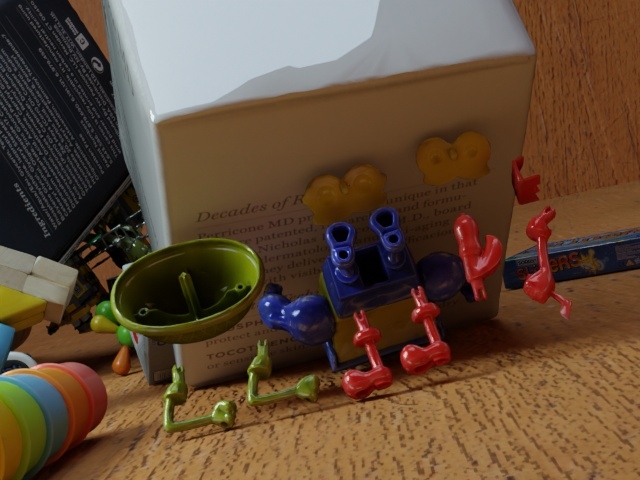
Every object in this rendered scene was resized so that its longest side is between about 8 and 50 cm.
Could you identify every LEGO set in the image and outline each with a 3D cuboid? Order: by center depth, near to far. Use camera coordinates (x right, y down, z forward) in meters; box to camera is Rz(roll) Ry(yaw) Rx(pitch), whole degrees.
[{"bbox_3d":[-0.184,0.028,2.117,0.331,0.192,0.255,-36,16,-3],"label":"LEGO set"}]

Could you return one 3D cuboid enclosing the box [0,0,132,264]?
[{"bbox_3d":[-0.529,-0.045,2.089,0.480,0.297,0.471,-22,21,27],"label":"box"}]

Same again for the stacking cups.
[{"bbox_3d":[-0.236,0.133,1.300,0.096,0.096,0.316,-12,3,8],"label":"stacking cups"}]

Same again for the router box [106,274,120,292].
[{"bbox_3d":[-0.247,0.087,2.393,0.038,0.092,0.122,-11,2,20],"label":"router box"}]

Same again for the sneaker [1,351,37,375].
[{"bbox_3d":[-0.409,0.161,1.836,0.217,0.079,0.121,-4,-2,-12],"label":"sneaker"}]

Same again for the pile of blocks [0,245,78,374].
[{"bbox_3d":[-0.391,0.119,1.581,0.362,0.149,0.112,-16,-24,-23],"label":"pile of blocks"}]

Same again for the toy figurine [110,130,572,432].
[{"bbox_3d":[0.027,0.078,1.459,0.363,0.191,0.217,-19,-27,-3],"label":"toy figurine"}]

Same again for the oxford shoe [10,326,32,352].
[{"bbox_3d":[-0.596,0.152,2.395,0.449,0.169,0.130,-19,-40,6],"label":"oxford shoe"}]

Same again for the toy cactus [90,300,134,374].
[{"bbox_3d":[-0.147,0.097,1.949,0.219,0.112,0.180,-13,-17,33],"label":"toy cactus"}]

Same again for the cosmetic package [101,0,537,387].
[{"bbox_3d":[-0.018,-0.127,1.603,0.327,0.329,0.393,-12,-37,-9],"label":"cosmetic package"}]

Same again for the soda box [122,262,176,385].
[{"bbox_3d":[-0.056,0.057,1.784,0.286,0.098,0.091,-13,-41,-16],"label":"soda box"}]

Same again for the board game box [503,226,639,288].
[{"bbox_3d":[0.323,0.014,1.970,0.201,0.035,0.136,-11,3,26],"label":"board game box"}]
